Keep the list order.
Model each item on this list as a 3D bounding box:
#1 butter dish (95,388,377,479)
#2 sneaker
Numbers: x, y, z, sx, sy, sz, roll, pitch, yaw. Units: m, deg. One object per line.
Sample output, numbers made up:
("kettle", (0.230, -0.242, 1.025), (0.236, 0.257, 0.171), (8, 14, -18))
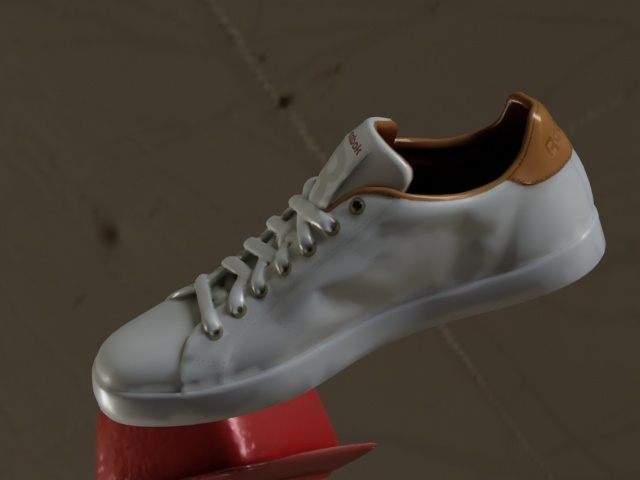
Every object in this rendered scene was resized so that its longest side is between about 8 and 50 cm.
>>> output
("butter dish", (-0.073, 0.110, 1.190), (0.160, 0.160, 0.118), (-18, -101, 34))
("sneaker", (0.000, 0.000, 0.999), (0.290, 0.106, 0.123), (-22, -60, -1))
